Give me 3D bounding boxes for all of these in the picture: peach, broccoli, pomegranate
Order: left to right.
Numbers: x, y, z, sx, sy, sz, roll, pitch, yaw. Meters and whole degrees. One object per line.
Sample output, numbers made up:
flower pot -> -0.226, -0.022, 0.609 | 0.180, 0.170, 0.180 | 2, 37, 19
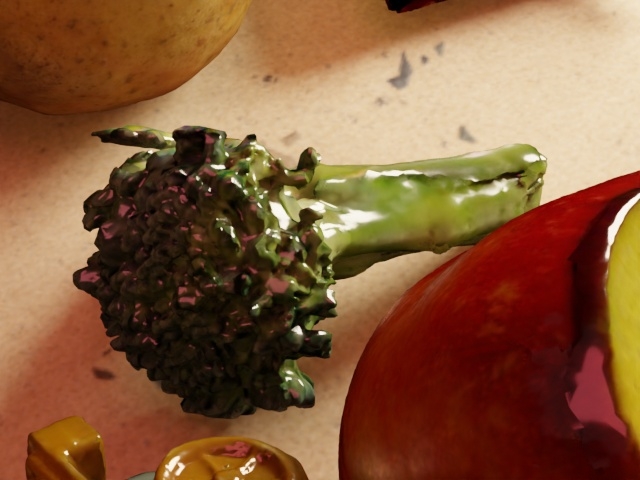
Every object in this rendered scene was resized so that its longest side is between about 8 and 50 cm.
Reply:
pomegranate -> -0.157, -0.223, 1.165 | 0.281, 0.281, 0.281 | -4, 52, 5
broccoli -> -0.016, 0.002, 1.076 | 0.275, 0.177, 0.198 | -17, 9, -41
peach -> 0.143, 0.083, 0.902 | 0.245, 0.248, 0.275 | 9, 37, 36

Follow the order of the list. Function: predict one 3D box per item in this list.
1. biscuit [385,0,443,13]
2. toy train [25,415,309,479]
biscuit -> 0.121, -0.220, 1.245 | 0.235, 0.063, 0.151 | -9, 53, -3
toy train -> -0.072, 0.219, 0.820 | 0.232, 0.163, 0.369 | -21, 35, -30
